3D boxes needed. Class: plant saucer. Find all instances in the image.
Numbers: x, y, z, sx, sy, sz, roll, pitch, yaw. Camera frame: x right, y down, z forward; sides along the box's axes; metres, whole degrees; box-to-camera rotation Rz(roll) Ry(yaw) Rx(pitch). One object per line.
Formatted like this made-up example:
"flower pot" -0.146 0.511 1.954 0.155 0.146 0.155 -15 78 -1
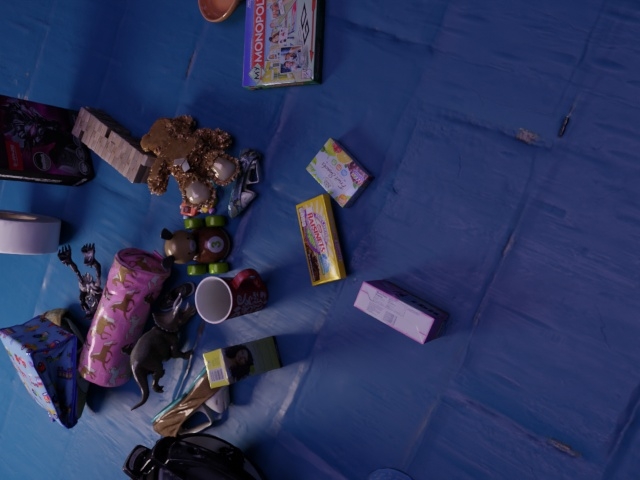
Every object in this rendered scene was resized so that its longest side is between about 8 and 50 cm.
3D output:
"plant saucer" -0.253 -0.673 1.587 0.200 0.037 0.200 -3 85 45

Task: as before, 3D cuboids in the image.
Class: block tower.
"block tower" -0.594 -0.278 1.771 0.335 0.091 0.097 34 107 25

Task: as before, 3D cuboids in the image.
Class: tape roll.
"tape roll" -0.956 -0.030 1.865 0.286 0.286 0.100 11 96 29

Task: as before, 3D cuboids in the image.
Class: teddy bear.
"teddy bear" -0.338 -0.206 1.591 0.338 0.113 0.245 22 79 35

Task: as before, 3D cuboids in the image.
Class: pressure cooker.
"pressure cooker" -0.320 0.678 1.458 0.420 0.369 0.375 -49 52 19

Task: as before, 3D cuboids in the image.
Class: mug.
"mug" -0.199 0.138 1.502 0.150 0.169 0.113 -17 81 28

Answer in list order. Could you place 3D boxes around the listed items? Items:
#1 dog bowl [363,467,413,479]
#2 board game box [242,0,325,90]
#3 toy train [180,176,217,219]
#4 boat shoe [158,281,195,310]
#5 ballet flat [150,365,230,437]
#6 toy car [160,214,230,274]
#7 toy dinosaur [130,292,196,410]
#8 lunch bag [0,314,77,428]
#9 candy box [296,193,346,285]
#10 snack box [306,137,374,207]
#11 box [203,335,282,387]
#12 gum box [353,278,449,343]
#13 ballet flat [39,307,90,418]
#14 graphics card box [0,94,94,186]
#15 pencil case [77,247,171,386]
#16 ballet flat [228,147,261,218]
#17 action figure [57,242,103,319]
"dog bowl" 0.164 0.671 1.352 0.165 0.074 0.297 -18 80 28
"board game box" -0.092 -0.546 1.515 0.213 0.046 0.318 3 91 28
"toy train" -0.337 -0.131 1.651 0.125 0.046 0.166 18 99 28
"boat shoe" -0.412 0.156 1.694 0.142 0.040 0.049 -33 75 25
"ballet flat" -0.320 0.433 1.614 0.124 0.116 0.342 44 111 1
"toy car" -0.343 0.015 1.570 0.148 0.188 0.155 -5 89 29
"toy dinosaur" -0.448 0.303 1.620 0.121 0.313 0.160 1 132 39
"lunch bag" -0.781 0.392 1.715 0.221 0.138 0.293 14 114 41
"candy box" 0.000 0.000 1.456 0.105 0.027 0.206 -18 81 44
"snack box" 0.045 -0.161 1.441 0.141 0.037 0.100 48 113 21
"box" -0.181 0.289 1.455 0.058 0.232 0.087 -19 82 25
"gum box" 0.174 0.150 1.328 0.188 0.107 0.062 28 103 26
"ballet flat" -0.770 0.371 1.865 0.123 0.123 0.349 -28 78 26
"graphics card box" -0.855 -0.288 1.757 0.094 0.371 0.233 -20 79 28
"pencil case" -0.548 0.212 1.687 0.160 0.167 0.386 19 105 -17
"ballet flat" -0.192 -0.143 1.562 0.070 0.070 0.189 16 100 28
"action figure" -0.652 0.129 1.776 0.164 0.141 0.276 -12 124 3
